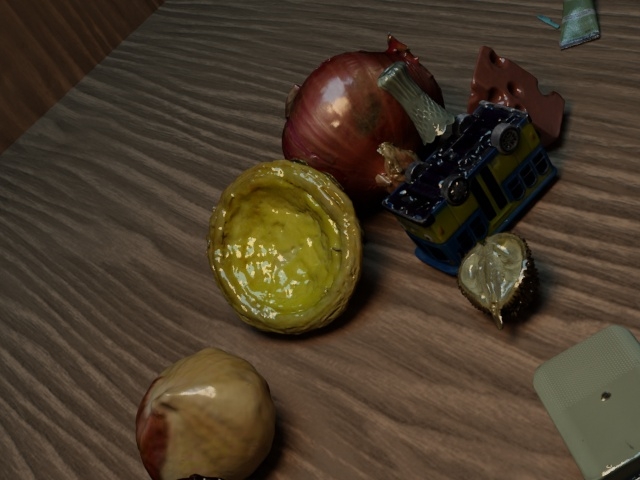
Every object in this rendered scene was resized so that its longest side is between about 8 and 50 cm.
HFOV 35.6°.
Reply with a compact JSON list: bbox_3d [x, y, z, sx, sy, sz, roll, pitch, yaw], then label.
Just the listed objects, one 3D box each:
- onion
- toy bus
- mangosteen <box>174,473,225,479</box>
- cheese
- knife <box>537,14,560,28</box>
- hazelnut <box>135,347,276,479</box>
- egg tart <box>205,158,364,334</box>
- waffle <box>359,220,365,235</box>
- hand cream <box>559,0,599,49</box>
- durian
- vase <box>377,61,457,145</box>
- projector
[{"bbox_3d":[0.087,-0.230,1.967,0.353,0.354,0.354,-22,37,18],"label":"onion"},{"bbox_3d":[0.269,-0.098,1.798,0.288,0.175,0.138,-45,36,-12],"label":"toy bus"},{"bbox_3d":[-0.189,0.462,1.532,0.209,0.210,0.210,-22,37,18],"label":"mangosteen"},{"bbox_3d":[0.376,-0.252,1.916,0.177,0.203,0.128,11,49,11],"label":"cheese"},{"bbox_3d":[0.501,-0.482,2.193,0.014,0.005,0.091,-37,35,0],"label":"knife"},{"bbox_3d":[-0.198,0.300,1.681,0.261,0.241,0.261,-20,45,21],"label":"hazelnut"},{"bbox_3d":[-0.055,0.010,1.895,0.345,0.132,0.345,2,93,29],"label":"egg tart"},{"bbox_3d":[0.001,0.002,2.014,0.194,0.051,0.149,15,55,46],"label":"waffle"},{"bbox_3d":[0.555,-0.505,2.140,0.086,0.055,0.235,-15,47,31],"label":"hand cream"},{"bbox_3d":[0.304,0.075,1.649,0.148,0.091,0.188,-27,38,34],"label":"durian"},{"bbox_3d":[0.169,-0.252,1.795,0.081,0.149,0.081,-41,10,9],"label":"vase"},{"bbox_3d":[0.401,0.257,1.281,0.163,0.177,0.242,-33,34,7],"label":"projector"}]
